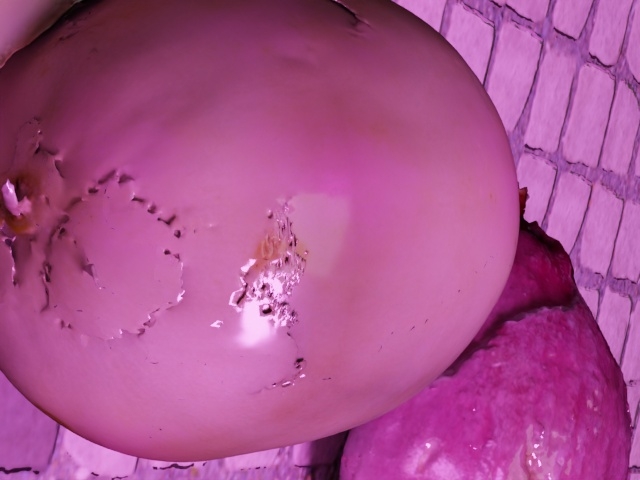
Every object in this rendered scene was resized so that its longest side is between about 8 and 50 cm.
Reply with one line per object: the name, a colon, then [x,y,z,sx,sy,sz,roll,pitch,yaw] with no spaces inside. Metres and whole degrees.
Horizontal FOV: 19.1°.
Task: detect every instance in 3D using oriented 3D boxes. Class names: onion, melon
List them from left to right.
melon: [-0.033,-0.013,0.868,0.317,0.223,0.223,-5,106,-59]
onion: [0.138,0.107,1.274,0.267,0.159,0.349,58,49,-68]

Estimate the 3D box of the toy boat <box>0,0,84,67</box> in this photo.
toy boat: [-0.127,-0.156,0.786,0.276,0.084,0.111,-51,140,-38]
